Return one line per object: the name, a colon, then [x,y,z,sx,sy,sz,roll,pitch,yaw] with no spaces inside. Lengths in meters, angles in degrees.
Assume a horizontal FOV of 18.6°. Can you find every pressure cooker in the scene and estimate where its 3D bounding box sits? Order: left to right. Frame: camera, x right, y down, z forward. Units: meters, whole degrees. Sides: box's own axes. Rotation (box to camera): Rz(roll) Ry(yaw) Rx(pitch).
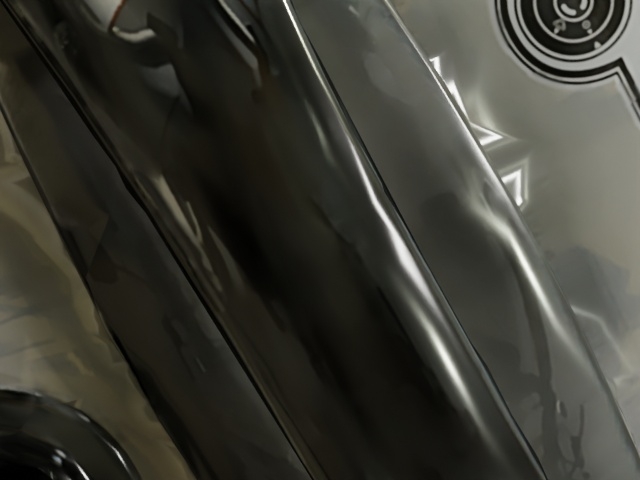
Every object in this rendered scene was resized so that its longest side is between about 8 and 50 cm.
pressure cooker: [-0.004,0.004,0.618,0.420,0.369,0.376,-118,-135,-79]
